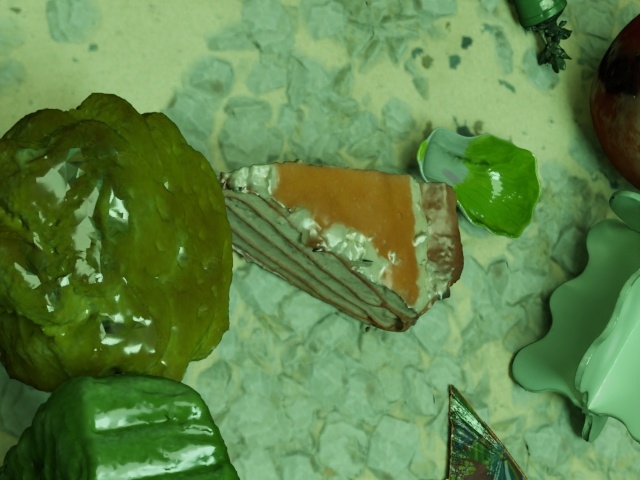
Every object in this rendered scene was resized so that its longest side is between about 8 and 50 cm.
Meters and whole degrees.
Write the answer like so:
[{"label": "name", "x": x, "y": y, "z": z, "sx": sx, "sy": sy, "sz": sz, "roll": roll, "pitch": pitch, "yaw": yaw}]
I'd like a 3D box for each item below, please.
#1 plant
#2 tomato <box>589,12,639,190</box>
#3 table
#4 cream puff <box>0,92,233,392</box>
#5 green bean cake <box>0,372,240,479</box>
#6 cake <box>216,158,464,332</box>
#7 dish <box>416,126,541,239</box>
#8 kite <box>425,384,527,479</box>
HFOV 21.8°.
[{"label": "plant", "x": 0.222, "y": -0.213, "z": 1.626, "sx": 0.051, "sy": 0.051, "sz": 0.102, "roll": -37, "pitch": 109, "yaw": -31}, {"label": "tomato", "x": 0.359, "y": -0.139, "z": 1.597, "sx": 0.184, "sy": 0.208, "sz": 0.208, "roll": 39, "pitch": 63, "yaw": -12}, {"label": "table", "x": 0.287, "y": 0.081, "z": 1.540, "sx": 0.166, "sy": 0.166, "sz": 0.198, "roll": 39, "pitch": 70, "yaw": -17}, {"label": "cream puff", "x": -0.171, "y": 0.012, "z": 1.257, "sx": 0.244, "sy": 0.196, "sz": 0.244, "roll": 6, "pitch": 78, "yaw": -30}, {"label": "green bean cake", "x": -0.140, "y": 0.221, "z": 1.180, "sx": 0.125, "sy": 0.248, "sz": 0.222, "roll": -7, "pitch": 62, "yaw": -32}, {"label": "cake", "x": 0.003, "y": -0.001, "z": 1.416, "sx": 0.287, "sy": 0.098, "sz": 0.135, "roll": 12, "pitch": 76, "yaw": -31}, {"label": "dish", "x": 0.139, "y": -0.057, "z": 1.547, "sx": 0.137, "sy": 0.039, "sz": 0.091, "roll": 24, "pitch": 73, "yaw": -23}, {"label": "kite", "x": 0.132, "y": 0.226, "z": 1.495, "sx": 0.159, "sy": 0.010, "sz": 0.190, "roll": 13, "pitch": 71, "yaw": -26}]
